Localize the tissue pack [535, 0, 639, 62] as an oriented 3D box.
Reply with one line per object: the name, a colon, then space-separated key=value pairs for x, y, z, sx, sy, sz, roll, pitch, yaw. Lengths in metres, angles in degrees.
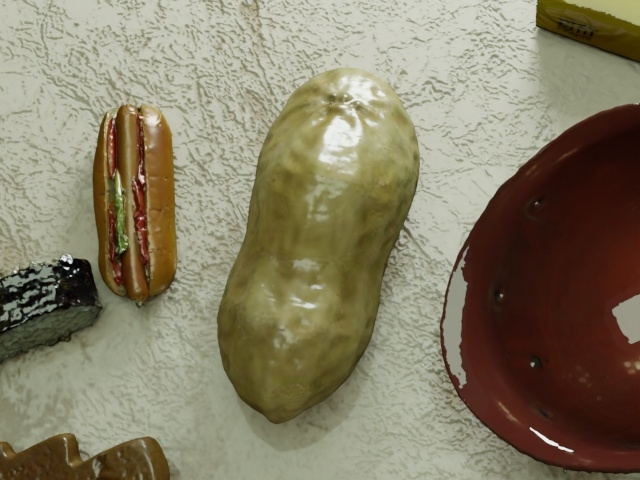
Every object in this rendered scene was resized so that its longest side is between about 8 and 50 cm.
tissue pack: x=0.339 y=-0.278 z=1.568 sx=0.169 sy=0.082 sz=0.120 roll=21 pitch=75 yaw=8

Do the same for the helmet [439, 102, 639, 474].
helmet: x=0.338 y=0.062 z=1.380 sx=0.385 sy=0.230 sz=0.338 roll=-35 pitch=65 yaw=26

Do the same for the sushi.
sushi: x=-0.309 y=0.070 z=1.472 sx=0.150 sy=0.090 sz=0.078 roll=-21 pitch=69 yaw=-3

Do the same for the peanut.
peanut: x=0.000 y=0.000 z=1.432 sx=0.169 sy=0.192 sz=0.387 roll=15 pitch=73 yaw=-1

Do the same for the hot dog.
hot dog: x=-0.202 y=-0.039 z=1.518 sx=0.092 sy=0.062 sz=0.236 roll=-6 pitch=73 yaw=-4

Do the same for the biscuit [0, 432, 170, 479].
biscuit: x=-0.284 y=0.300 z=1.405 sx=0.301 sy=0.043 sz=0.278 roll=23 pitch=85 yaw=17
